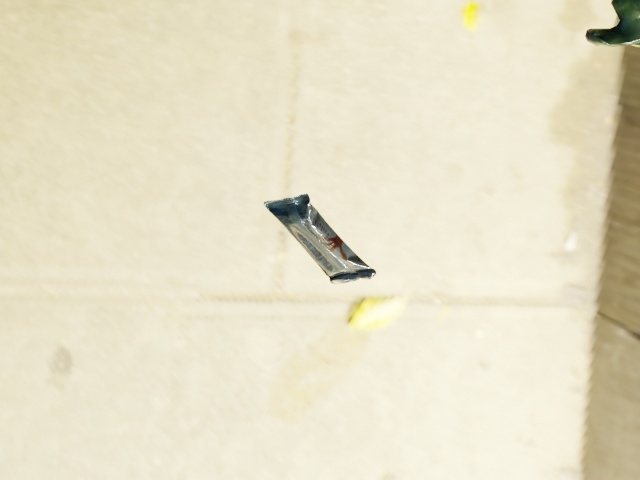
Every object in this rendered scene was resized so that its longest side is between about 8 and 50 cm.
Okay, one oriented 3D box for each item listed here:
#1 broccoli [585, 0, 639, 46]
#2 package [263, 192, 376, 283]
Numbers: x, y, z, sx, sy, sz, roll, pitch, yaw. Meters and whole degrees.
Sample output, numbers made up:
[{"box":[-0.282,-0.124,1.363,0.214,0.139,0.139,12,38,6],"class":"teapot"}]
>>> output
[{"box":[0.301,-0.135,0.919,0.334,0.324,0.272,1,107,-4],"class":"broccoli"},{"box":[0.000,0.000,1.351,0.037,0.015,0.110,-15,142,24],"class":"package"}]
